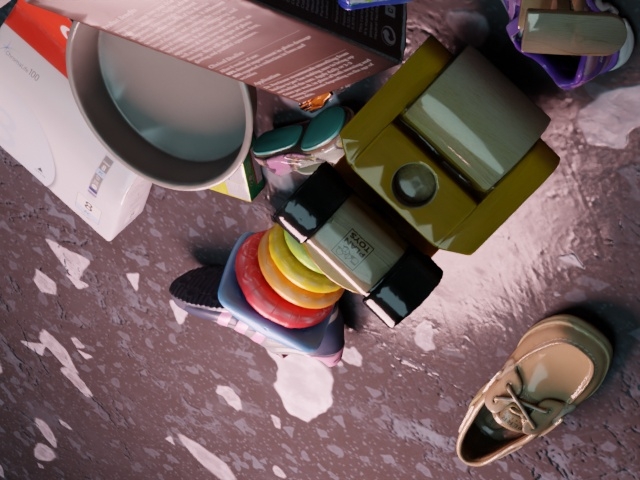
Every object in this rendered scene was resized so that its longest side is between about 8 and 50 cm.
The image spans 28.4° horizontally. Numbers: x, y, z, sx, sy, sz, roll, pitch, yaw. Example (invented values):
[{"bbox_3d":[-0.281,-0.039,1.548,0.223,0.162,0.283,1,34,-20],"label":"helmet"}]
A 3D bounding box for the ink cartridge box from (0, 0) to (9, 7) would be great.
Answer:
[{"bbox_3d":[-0.461,-0.491,1.534,0.384,0.279,0.160,42,145,0],"label":"ink cartridge box"}]

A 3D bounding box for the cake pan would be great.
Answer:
[{"bbox_3d":[-0.204,-0.205,1.677,0.293,0.054,0.293,17,128,23],"label":"cake pan"}]

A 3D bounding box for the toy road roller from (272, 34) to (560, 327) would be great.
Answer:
[{"bbox_3d":[0.114,-0.079,1.514,0.202,0.240,0.329,43,107,-3],"label":"toy road roller"}]

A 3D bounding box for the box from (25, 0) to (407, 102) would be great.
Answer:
[{"bbox_3d":[-0.107,-0.284,1.385,0.381,0.143,0.191,14,161,-38],"label":"box"}]

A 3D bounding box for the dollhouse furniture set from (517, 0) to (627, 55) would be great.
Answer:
[{"bbox_3d":[0.266,-0.316,1.133,0.161,0.212,0.242,3,132,0],"label":"dollhouse furniture set"}]

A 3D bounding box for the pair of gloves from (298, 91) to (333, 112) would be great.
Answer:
[{"bbox_3d":[-0.024,-0.206,1.665,0.083,0.010,0.074,49,145,-8],"label":"pair of gloves"}]

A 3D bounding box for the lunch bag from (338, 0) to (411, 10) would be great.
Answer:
[{"bbox_3d":[0.076,-0.324,1.323,0.096,0.151,0.129,37,145,29],"label":"lunch bag"}]

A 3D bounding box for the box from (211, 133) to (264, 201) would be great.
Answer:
[{"bbox_3d":[-0.171,-0.127,1.855,0.179,0.043,0.105,17,139,26],"label":"box"}]

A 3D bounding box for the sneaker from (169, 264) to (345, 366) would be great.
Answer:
[{"bbox_3d":[-0.102,0.128,2.001,0.319,0.112,0.131,12,133,35],"label":"sneaker"}]

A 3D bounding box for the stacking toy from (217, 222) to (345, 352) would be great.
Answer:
[{"bbox_3d":[0.000,0.000,1.763,0.175,0.166,0.302,30,134,-11],"label":"stacking toy"}]

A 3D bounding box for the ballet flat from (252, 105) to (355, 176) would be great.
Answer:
[{"bbox_3d":[-0.004,-0.126,1.691,0.079,0.077,0.221,37,153,-27],"label":"ballet flat"}]

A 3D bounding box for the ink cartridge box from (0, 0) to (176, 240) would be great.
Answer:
[{"bbox_3d":[-0.375,-0.197,1.878,0.308,0.091,0.385,42,152,5],"label":"ink cartridge box"}]

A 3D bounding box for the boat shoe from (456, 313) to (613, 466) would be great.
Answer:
[{"bbox_3d":[0.289,0.220,1.745,0.121,0.110,0.341,36,144,6],"label":"boat shoe"}]

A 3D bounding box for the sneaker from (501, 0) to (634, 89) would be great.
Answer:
[{"bbox_3d":[0.224,-0.251,1.316,0.236,0.104,0.095,48,145,-8],"label":"sneaker"}]
